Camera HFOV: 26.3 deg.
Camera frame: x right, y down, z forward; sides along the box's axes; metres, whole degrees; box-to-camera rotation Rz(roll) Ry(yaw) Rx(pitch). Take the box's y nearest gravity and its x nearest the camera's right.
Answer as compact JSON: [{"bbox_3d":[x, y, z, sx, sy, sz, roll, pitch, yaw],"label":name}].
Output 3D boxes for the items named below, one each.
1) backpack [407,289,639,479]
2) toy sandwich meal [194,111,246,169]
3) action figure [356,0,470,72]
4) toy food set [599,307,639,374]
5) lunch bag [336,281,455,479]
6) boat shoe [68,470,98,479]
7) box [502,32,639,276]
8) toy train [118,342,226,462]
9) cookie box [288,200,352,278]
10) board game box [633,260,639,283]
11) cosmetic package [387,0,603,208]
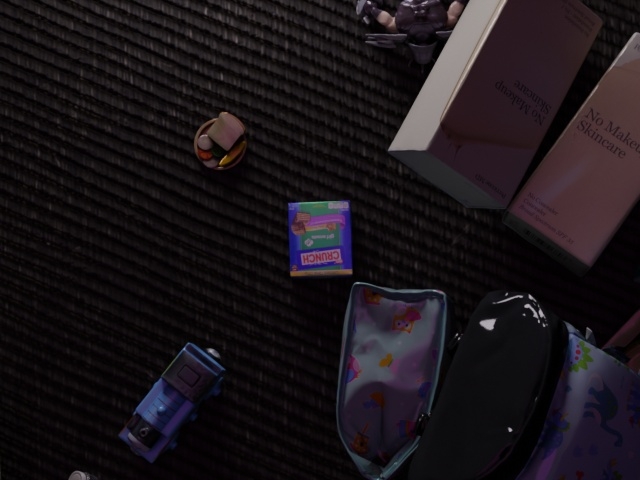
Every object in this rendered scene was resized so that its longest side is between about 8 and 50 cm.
[{"bbox_3d":[0.323,0.270,1.718,0.273,0.355,0.290,6,60,44],"label":"backpack"},{"bbox_3d":[-0.145,-0.144,1.996,0.085,0.029,0.086,0,83,3],"label":"toy sandwich meal"},{"bbox_3d":[0.143,-0.386,1.983,0.185,0.099,0.285,-5,97,-5],"label":"action figure"},{"bbox_3d":[0.472,0.197,1.924,0.132,0.038,0.192,-44,94,2],"label":"toy food set"},{"bbox_3d":[0.105,0.196,1.843,0.160,0.223,0.262,4,84,9],"label":"lunch bag"},{"bbox_3d":[-0.348,0.388,1.933,0.046,0.038,0.125,9,80,47],"label":"boat shoe"},{"bbox_3d":[0.402,-0.118,1.921,0.148,0.121,0.311,34,86,8],"label":"box"},{"bbox_3d":[-0.206,0.225,1.913,0.080,0.105,0.184,39,86,7],"label":"toy train"},{"bbox_3d":[0.000,0.000,1.965,0.091,0.040,0.107,-2,83,2],"label":"cookie box"},{"bbox_3d":[0.607,0.069,1.820,0.336,0.254,0.079,21,85,5],"label":"board game box"},{"bbox_3d":[0.244,-0.214,1.905,0.160,0.113,0.309,32,78,-23],"label":"cosmetic package"}]
